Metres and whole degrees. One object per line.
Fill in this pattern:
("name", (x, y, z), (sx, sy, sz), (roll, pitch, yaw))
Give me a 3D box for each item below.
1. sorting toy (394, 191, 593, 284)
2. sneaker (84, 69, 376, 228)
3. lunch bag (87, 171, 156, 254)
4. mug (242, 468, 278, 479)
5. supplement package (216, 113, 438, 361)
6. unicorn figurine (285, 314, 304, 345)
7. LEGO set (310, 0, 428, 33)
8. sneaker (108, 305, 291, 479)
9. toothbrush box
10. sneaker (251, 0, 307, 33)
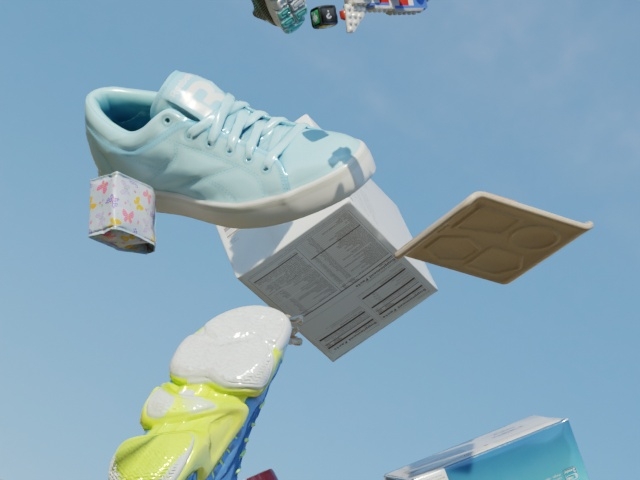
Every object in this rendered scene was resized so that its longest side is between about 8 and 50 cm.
("sorting toy", (0.232, -0.007, 2.389), (0.208, 0.038, 0.193), (12, -30, -28))
("sneaker", (-0.118, -0.109, 1.950), (0.366, 0.135, 0.150), (2, -50, 30))
("lunch bag", (-0.211, -0.027, 1.930), (0.053, 0.071, 0.083), (-16, -24, 35))
("mug", (-0.048, 0.365, 2.163), (0.169, 0.150, 0.113), (63, -17, 9))
("supplement package", (0.000, 0.000, 2.578), (0.263, 0.198, 0.199), (43, 16, -44))
("unicorn figurine", (-0.084, 0.115, 2.151), (0.111, 0.060, 0.162), (-4, -21, -14))
("LEGO set", (0.109, -0.238, 1.774), (0.244, 0.060, 0.182), (-9, -2, 3))
("sneaker", (-0.102, 0.169, 1.588), (0.091, 0.240, 0.126), (21, -37, 29))
("toothbrush box", (0.235, 0.386, 2.153), (0.126, 0.216, 0.295), (162, -93, -77))
("sneaker", (-0.075, -0.334, 2.212), (0.076, 0.065, 0.166), (18, -44, 39))
